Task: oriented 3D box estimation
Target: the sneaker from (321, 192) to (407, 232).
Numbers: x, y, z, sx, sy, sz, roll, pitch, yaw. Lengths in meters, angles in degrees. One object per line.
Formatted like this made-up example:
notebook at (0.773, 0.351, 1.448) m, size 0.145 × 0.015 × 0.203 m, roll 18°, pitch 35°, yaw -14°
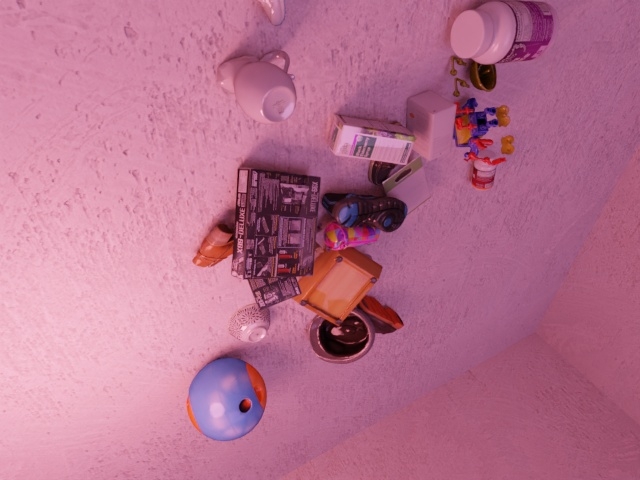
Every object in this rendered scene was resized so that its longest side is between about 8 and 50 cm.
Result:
sneaker at (0.159, -0.112, 1.494) m, size 0.341 × 0.140 × 0.125 m, roll 5°, pitch 113°, yaw -40°

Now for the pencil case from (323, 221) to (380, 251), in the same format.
pencil case at (0.112, -0.019, 1.530) m, size 0.236 × 0.104 × 0.104 m, roll -11°, pitch 134°, yaw -49°

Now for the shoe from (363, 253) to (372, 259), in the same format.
shoe at (0.120, 0.114, 1.724) m, size 0.178 × 0.063 × 0.081 m, roll -20°, pitch 137°, yaw -14°

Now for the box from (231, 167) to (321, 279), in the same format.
box at (-0.125, -0.046, 1.276) m, size 0.242 × 0.076 × 0.307 m, roll 0°, pitch 97°, yaw -38°

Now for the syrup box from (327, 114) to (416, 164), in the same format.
syrup box at (0.148, -0.296, 1.301) m, size 0.237 × 0.096 × 0.093 m, roll 4°, pitch 123°, yaw -20°

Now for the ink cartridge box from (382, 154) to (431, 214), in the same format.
ink cartridge box at (0.301, -0.190, 1.588) m, size 0.171 × 0.056 × 0.235 m, roll -37°, pitch 138°, yaw -4°

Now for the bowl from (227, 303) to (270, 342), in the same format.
bowl at (-0.247, 0.320, 1.616) m, size 0.170 × 0.080 × 0.170 m, roll -21°, pitch 136°, yaw -22°

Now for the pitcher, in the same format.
pitcher at (-0.119, -0.361, 1.001) m, size 0.178 × 0.207 × 0.125 m, roll -35°, pitch 140°, yaw -8°

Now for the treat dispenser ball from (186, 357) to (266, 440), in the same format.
treat dispenser ball at (-0.341, 0.579, 1.617) m, size 0.288 × 0.288 × 0.288 m, roll -21°, pitch 136°, yaw -21°

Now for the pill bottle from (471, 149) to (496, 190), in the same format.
pill bottle at (0.649, -0.279, 1.747) m, size 0.086 × 0.086 × 0.152 m, roll -27°, pitch 138°, yaw -15°

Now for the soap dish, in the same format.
soap dish at (0.058, 0.160, 1.614) m, size 0.229 × 0.118 × 0.291 m, roll 33°, pitch 107°, yaw -19°

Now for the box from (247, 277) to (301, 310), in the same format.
box at (-0.161, 0.109, 1.401) m, size 0.147 × 0.077 × 0.180 m, roll -22°, pitch 102°, yaw -10°

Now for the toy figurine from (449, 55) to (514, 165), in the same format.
toy figurine at (0.479, -0.407, 1.476) m, size 0.191 × 0.217 × 0.362 m, roll -9°, pitch 88°, yaw -14°

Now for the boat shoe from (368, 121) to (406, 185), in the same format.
boat shoe at (0.225, -0.272, 1.442) m, size 0.080 × 0.073 × 0.223 m, roll -5°, pitch 128°, yaw -34°

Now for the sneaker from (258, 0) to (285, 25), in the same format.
sneaker at (-0.142, -0.555, 0.911) m, size 0.092 × 0.087 × 0.228 m, roll -28°, pitch 132°, yaw -3°

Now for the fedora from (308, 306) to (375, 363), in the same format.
fedora at (0.098, 0.389, 1.873) m, size 0.275 × 0.243 × 0.124 m, roll -18°, pitch 177°, yaw 12°

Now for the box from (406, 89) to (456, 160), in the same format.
box at (0.348, -0.366, 1.407) m, size 0.091 × 0.130 × 0.170 m, roll -24°, pitch 138°, yaw -16°

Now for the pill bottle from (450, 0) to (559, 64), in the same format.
pill bottle at (0.537, -0.610, 1.298) m, size 0.302 × 0.169 × 0.169 m, roll -15°, pitch 134°, yaw -26°

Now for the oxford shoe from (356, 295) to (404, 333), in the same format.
oxford shoe at (0.250, 0.359, 1.996) m, size 0.133 × 0.130 × 0.364 m, roll -39°, pitch 138°, yaw 14°

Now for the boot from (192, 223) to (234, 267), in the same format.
boot at (-0.281, 0.026, 1.344) m, size 0.197 × 0.073 × 0.152 m, roll 17°, pitch 123°, yaw -46°

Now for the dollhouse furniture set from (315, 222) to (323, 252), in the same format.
dollhouse furniture set at (0.000, 0.000, 1.490) m, size 0.081 × 0.114 × 0.091 m, roll -38°, pitch 137°, yaw -9°
